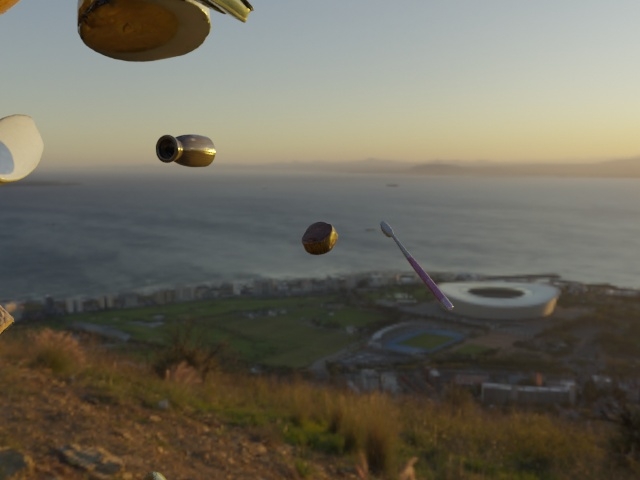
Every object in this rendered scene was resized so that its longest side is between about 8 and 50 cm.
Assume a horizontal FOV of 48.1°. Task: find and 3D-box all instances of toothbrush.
[{"bbox_3d":[0.226,0.059,1.721,0.020,0.286,0.025,-28,-29,-14],"label":"toothbrush"}]

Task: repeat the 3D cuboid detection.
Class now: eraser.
[{"bbox_3d":[-0.571,-0.104,1.064,0.270,0.095,0.174,-14,22,6],"label":"eraser"}]

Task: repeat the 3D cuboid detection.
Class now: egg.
[{"bbox_3d":[-0.417,-0.574,1.693,0.336,0.201,0.337,-5,-10,-1],"label":"egg"}]

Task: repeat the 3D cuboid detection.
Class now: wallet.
[{"bbox_3d":[-0.182,-0.386,1.091,0.155,0.039,0.110,33,8,33],"label":"wallet"}]

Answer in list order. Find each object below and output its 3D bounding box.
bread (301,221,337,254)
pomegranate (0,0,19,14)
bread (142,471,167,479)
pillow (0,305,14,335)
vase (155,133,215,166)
[{"bbox_3d":[0.000,0.000,1.657,0.085,0.053,0.085,-19,35,14],"label":"bread"},{"bbox_3d":[-0.570,-0.510,1.052,0.409,0.410,0.410,0,7,0],"label":"pomegranate"},{"bbox_3d":[-0.267,0.492,1.106,0.040,0.267,0.267,12,1,-23],"label":"bread"},{"bbox_3d":[-0.874,0.162,1.755,0.043,0.232,0.126,-24,25,51],"label":"pillow"},{"bbox_3d":[-0.215,-0.143,1.138,0.053,0.053,0.100,3,5,26],"label":"vase"}]
